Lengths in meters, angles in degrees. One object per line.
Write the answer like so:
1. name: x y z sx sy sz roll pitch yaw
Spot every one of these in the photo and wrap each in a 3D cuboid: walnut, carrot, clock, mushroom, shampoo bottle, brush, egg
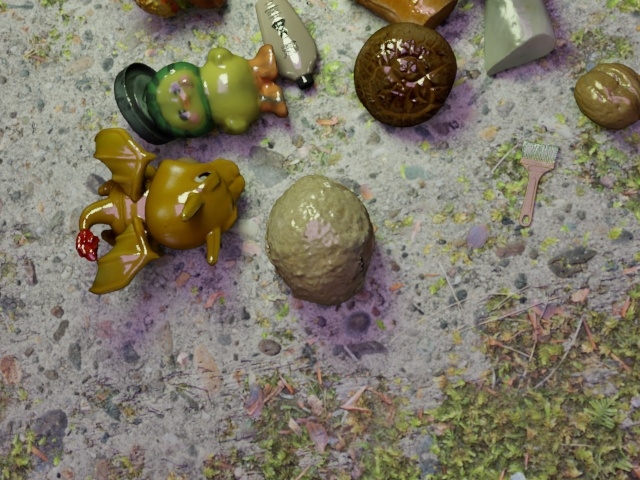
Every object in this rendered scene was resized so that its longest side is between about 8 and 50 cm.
1. walnut: 0.664 -0.327 1.532 0.166 0.149 0.167 2 55 -3
2. carrot: 0.183 -0.604 1.639 0.196 0.196 0.254 -44 89 5
3. clock: -0.436 -0.345 1.710 0.041 0.215 0.215 -21 82 23
4. mushroom: 0.197 -0.390 1.593 0.252 0.153 0.253 7 120 13
5. mushroom: 0.429 -0.615 1.606 0.177 0.126 0.398 -17 81 32
6. shampoo bottle: -0.083 -0.504 1.720 0.127 0.078 0.257 -25 84 4
7. brush: 0.509 -0.133 1.611 0.083 0.011 0.205 12 89 11
8. egg: 0.000 0.000 1.579 0.278 0.279 0.311 3 99 11

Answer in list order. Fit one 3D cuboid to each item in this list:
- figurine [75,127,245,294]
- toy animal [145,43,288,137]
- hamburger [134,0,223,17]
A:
1. figurine: -0.402 -0.055 1.657 0.386 0.268 0.401 -2 74 25
2. toy animal: -0.263 -0.364 1.679 0.337 0.191 0.216 -15 104 -8
3. hamburger: -0.377 -0.729 1.674 0.249 0.330 0.330 -2 85 7
